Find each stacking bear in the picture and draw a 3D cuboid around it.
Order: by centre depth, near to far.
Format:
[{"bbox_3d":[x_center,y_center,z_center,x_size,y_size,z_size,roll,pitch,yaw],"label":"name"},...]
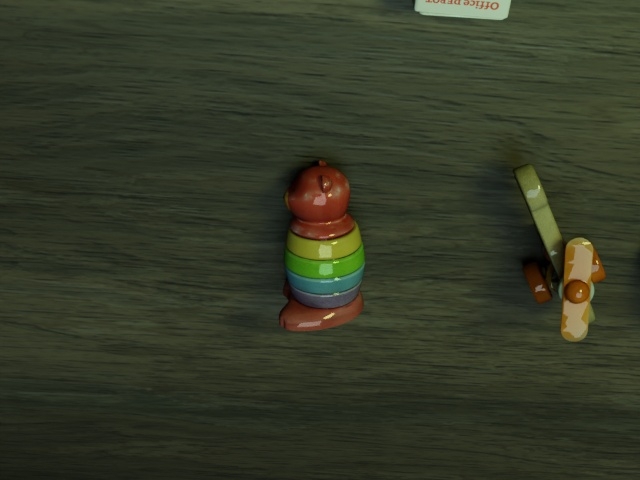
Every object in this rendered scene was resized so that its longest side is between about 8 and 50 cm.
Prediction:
[{"bbox_3d":[0.000,0.000,1.476,0.164,0.175,0.289,-1,117,3],"label":"stacking bear"}]

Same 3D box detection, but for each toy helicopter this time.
[{"bbox_3d":[0.423,0.019,1.437,0.140,0.235,0.355,-23,122,15],"label":"toy helicopter"}]

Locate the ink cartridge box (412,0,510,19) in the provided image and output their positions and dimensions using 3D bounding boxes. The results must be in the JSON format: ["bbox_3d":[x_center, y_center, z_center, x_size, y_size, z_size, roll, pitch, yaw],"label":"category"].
[{"bbox_3d":[0.223,-0.449,1.201,0.148,0.086,0.203,4,125,-3],"label":"ink cartridge box"}]
